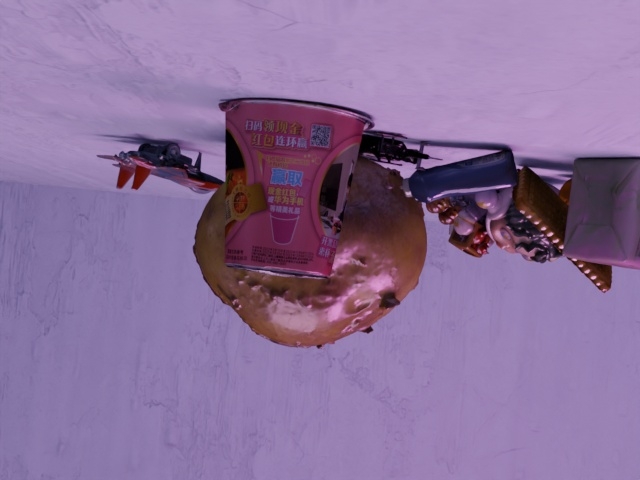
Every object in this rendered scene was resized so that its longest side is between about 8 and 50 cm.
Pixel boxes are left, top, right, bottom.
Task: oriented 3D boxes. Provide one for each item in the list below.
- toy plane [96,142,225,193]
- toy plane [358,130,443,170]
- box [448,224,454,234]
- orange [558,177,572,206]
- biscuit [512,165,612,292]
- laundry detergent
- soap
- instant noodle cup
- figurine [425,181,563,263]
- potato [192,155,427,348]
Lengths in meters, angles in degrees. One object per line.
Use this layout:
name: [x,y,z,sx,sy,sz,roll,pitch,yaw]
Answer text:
toy plane: [-0.316,-0.156,2.095,0.223,0.104,0.326,5,-177,40]
toy plane: [0.126,-0.154,1.634,0.197,0.053,0.078,7,-174,-25]
box: [0.474,-0.060,2.490,0.225,0.117,0.225,4,178,22]
orange: [0.522,-0.092,1.943,0.085,0.085,0.085,5,178,0]
biscuit: [0.460,-0.028,1.813,0.254,0.029,0.172,42,-149,-9]
laundry detergent: [0.235,-0.108,1.667,0.206,0.061,0.096,-10,-157,18]
soap: [0.538,-0.044,1.702,0.138,0.182,0.199,5,177,42]
instant noodle cup: [-0.050,-0.073,1.468,0.244,0.254,0.244,7,177,0]
figurine: [0.401,-0.049,2.127,0.261,0.186,0.382,22,173,-43]
potato: [0.000,0.000,1.842,0.442,0.385,0.319,-6,168,-20]
